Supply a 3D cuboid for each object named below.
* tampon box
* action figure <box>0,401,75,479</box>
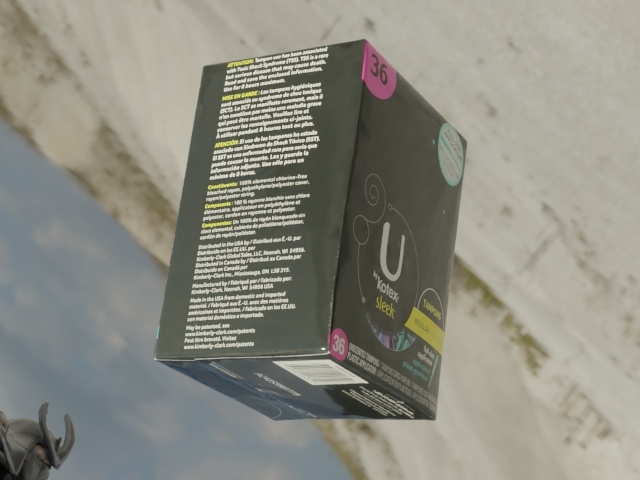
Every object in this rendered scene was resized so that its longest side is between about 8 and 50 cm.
[{"bbox_3d":[0.000,0.000,0.709,0.101,0.161,0.120,-4,157,30],"label":"tampon box"},{"bbox_3d":[-0.197,0.182,0.633,0.099,0.285,0.185,19,139,22],"label":"action figure"}]
